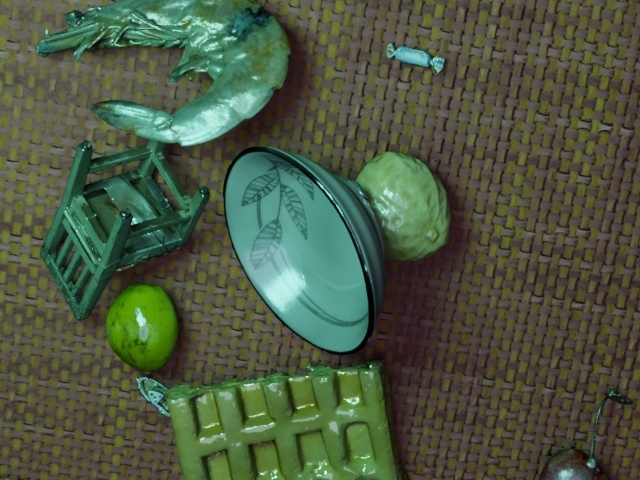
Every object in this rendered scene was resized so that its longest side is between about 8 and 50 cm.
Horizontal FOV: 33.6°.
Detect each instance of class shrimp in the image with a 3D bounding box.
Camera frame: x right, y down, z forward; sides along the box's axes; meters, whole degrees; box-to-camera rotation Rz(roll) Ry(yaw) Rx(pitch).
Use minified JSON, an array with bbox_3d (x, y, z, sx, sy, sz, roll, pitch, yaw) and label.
[{"bbox_3d":[-0.219,-0.242,1.437,0.360,0.085,0.247,4,70,7],"label":"shrimp"}]

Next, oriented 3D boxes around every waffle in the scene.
[{"bbox_3d":[-0.043,0.339,1.598,0.348,0.077,0.304,-10,104,0],"label":"waffle"}]

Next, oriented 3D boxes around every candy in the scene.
[{"bbox_3d":[0.133,-0.256,1.498,0.083,0.020,0.030,12,101,-1],"label":"candy"}]

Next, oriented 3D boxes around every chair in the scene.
[{"bbox_3d":[-0.279,-0.024,1.496,0.136,0.147,0.270,55,142,19],"label":"chair"}]

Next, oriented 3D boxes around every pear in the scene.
[{"bbox_3d":[-0.260,0.127,1.548,0.107,0.107,0.131,4,96,0],"label":"pear"}]

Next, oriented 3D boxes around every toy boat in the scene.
[{"bbox_3d":[-0.248,0.235,1.606,0.083,0.038,0.038,42,100,-9],"label":"toy boat"}]

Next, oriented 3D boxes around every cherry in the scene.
[{"bbox_3d":[0.409,0.334,1.595,0.107,0.090,0.225,38,92,5],"label":"cherry"}]

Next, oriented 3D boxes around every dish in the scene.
[{"bbox_3d":[0.000,0.000,1.467,0.106,0.316,0.316,-29,103,-31],"label":"dish"}]

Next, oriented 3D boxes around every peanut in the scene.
[{"bbox_3d":[0.116,-0.044,1.500,0.159,0.109,0.140,38,98,-6],"label":"peanut"}]

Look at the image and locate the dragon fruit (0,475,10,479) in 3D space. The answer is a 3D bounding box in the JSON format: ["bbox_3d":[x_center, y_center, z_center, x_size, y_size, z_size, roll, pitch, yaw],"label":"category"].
[{"bbox_3d":[-0.515,0.474,1.618,0.161,0.126,0.274,41,100,-8],"label":"dragon fruit"}]
